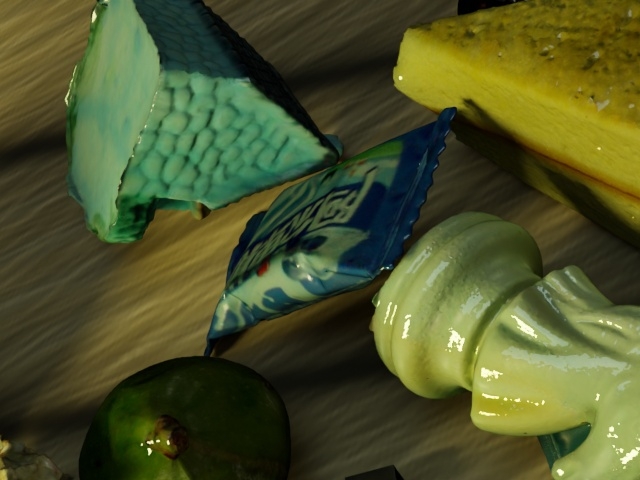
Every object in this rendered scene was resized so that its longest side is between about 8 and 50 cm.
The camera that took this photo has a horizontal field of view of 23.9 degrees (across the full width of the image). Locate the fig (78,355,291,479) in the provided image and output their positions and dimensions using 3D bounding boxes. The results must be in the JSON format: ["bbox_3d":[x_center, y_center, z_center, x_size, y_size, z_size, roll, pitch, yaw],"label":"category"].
[{"bbox_3d":[-0.121,0.179,1.309,0.195,0.245,0.195,-4,65,8],"label":"fig"}]

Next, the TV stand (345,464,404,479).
[{"bbox_3d":[0.063,0.311,1.249,0.049,0.040,0.256,-18,51,12],"label":"TV stand"}]

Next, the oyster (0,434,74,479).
[{"bbox_3d":[-0.285,0.260,1.330,0.361,0.096,0.221,-45,33,43],"label":"oyster"}]

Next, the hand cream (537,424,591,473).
[{"bbox_3d":[0.284,0.123,1.275,0.224,0.048,0.083,-30,44,11],"label":"hand cream"}]

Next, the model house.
[{"bbox_3d":[-0.121,-0.125,1.589,0.261,0.241,0.226,-121,44,-52],"label":"model house"}]

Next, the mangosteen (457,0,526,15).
[{"bbox_3d":[0.229,-0.227,1.469,0.200,0.200,0.199,-13,52,18],"label":"mangosteen"}]

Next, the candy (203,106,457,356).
[{"bbox_3d":[0.000,0.000,1.413,0.331,0.077,0.187,-22,39,50],"label":"candy"}]

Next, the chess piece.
[{"bbox_3d":[0.199,0.107,1.242,0.298,0.176,0.176,32,75,38],"label":"chess piece"}]

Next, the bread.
[{"bbox_3d":[0.267,-0.147,1.346,0.362,0.233,0.245,31,75,39],"label":"bread"}]
